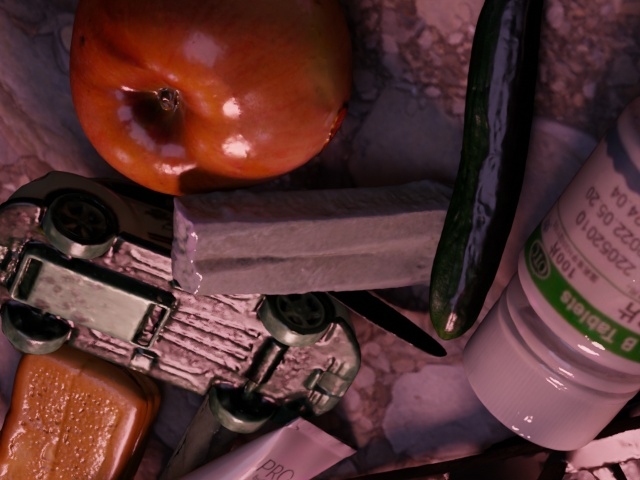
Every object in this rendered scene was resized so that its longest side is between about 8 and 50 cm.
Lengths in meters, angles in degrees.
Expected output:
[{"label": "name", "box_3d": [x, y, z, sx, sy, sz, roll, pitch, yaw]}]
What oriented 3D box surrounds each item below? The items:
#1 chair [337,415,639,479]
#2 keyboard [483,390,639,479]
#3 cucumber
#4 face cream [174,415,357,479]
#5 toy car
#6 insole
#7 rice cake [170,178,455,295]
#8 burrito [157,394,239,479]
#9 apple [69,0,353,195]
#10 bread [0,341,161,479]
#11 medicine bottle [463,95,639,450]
[{"label": "chair", "box_3d": [0.113, 0.309, 1.295, 0.416, 0.203, 0.240, -19, 109, 37]}, {"label": "keyboard", "box_3d": [0.268, 0.145, 1.266, 0.310, 0.018, 0.101, -26, 104, 31]}, {"label": "cucumber", "box_3d": [0.119, -0.063, 1.192, 0.056, 0.056, 0.284, 15, 106, 16]}, {"label": "face cream", "box_3d": [-0.093, 0.213, 1.391, 0.244, 0.092, 0.058, -31, 56, 17]}, {"label": "toy car", "box_3d": [-0.115, 0.036, 1.317, 0.306, 0.125, 0.136, 20, 132, -12]}, {"label": "insole", "box_3d": [-0.002, 0.024, 1.292, 0.232, 0.080, 0.003, 34, 102, 9]}, {"label": "rice cake", "box_3d": [0.000, 0.000, 1.223, 0.226, 0.040, 0.085, -2, 131, -21]}, {"label": "burrito", "box_3d": [-0.099, 0.178, 1.430, 0.185, 0.041, 0.045, -59, 42, 33]}, {"label": "apple", "box_3d": [-0.078, -0.125, 1.198, 0.209, 0.164, 0.209, 11, 120, 19]}, {"label": "bread", "box_3d": [-0.211, 0.172, 1.451, 0.116, 0.077, 0.200, 28, 120, 11]}, {"label": "medicine bottle", "box_3d": [0.204, 0.026, 1.165, 0.139, 0.139, 0.237, 36, 121, 4]}]
